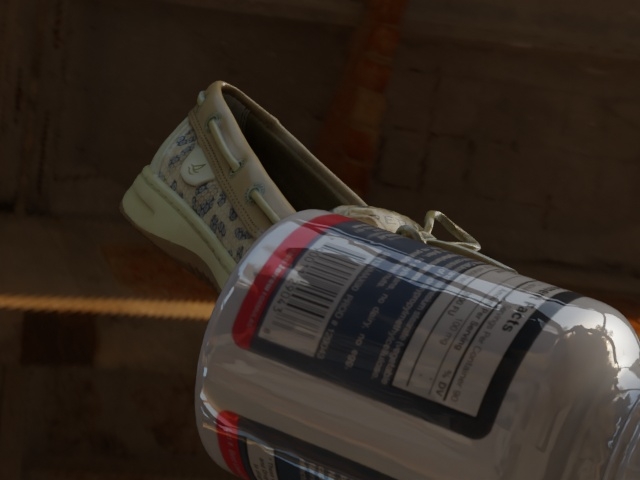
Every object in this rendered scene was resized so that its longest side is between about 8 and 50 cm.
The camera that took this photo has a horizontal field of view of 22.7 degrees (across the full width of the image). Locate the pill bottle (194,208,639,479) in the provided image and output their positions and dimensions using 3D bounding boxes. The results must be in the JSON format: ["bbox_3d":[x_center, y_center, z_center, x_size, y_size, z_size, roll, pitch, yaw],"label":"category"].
[{"bbox_3d":[0.056,0.063,0.570,0.108,0.180,0.108,-39,-41,-45],"label":"pill bottle"}]

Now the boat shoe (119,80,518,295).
[{"bbox_3d":[0.000,0.000,0.767,0.104,0.285,0.089,22,-83,-45],"label":"boat shoe"}]
